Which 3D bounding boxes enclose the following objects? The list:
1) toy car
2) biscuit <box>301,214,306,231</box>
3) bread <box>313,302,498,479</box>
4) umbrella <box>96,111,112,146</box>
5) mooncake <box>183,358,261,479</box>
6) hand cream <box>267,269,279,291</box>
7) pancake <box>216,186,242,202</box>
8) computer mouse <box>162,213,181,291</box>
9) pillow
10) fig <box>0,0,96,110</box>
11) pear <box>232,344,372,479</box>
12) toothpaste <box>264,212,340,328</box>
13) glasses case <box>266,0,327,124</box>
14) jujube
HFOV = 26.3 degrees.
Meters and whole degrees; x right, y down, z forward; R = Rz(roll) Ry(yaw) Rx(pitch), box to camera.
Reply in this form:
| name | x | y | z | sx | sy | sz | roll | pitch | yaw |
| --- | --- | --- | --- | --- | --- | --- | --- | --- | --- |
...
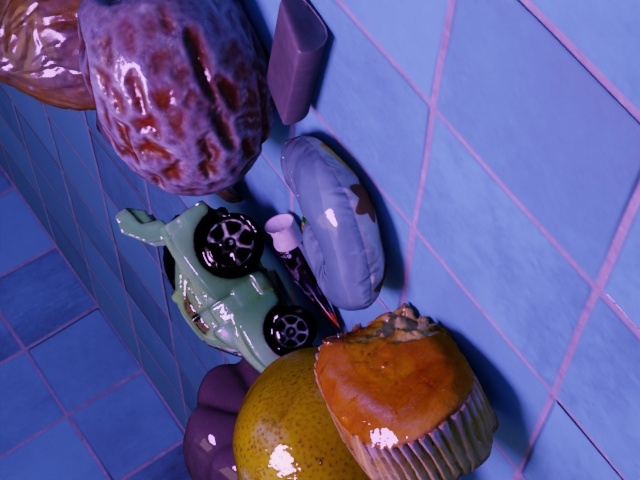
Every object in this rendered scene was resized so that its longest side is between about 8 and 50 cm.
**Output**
| name | x | y | z | sx | sy | sz | roll | pitch | yaw |
| --- | --- | --- | --- | --- | --- | --- | --- | --- | --- |
| toy car | -0.140 | 0.073 | 2.069 | 0.358 | 0.176 | 0.213 | 58 | 177 | 0 |
| biscuit | 0.000 | 0.000 | 1.885 | 0.089 | 0.016 | 0.046 | 51 | 161 | 25 |
| bread | 0.099 | 0.186 | 1.658 | 0.133 | 0.179 | 0.250 | 61 | 174 | -35 |
| umbrella | -0.347 | -0.251 | 2.338 | 0.073 | 0.067 | 0.337 | 42 | 160 | 7 |
| mooncake | -0.065 | 0.306 | 2.151 | 0.306 | 0.306 | 0.154 | 46 | 153 | 35 |
| hand cream | -0.115 | 0.097 | 2.305 | 0.075 | 0.052 | 0.248 | 60 | 163 | -6 |
| pancake | -0.231 | -0.131 | 2.103 | 0.250 | 0.031 | 0.250 | 31 | 175 | 3 |
| computer mouse | -0.218 | 0.065 | 2.461 | 0.233 | 0.096 | 0.137 | 63 | 162 | -11 |
| pillow | 0.009 | -0.022 | 1.714 | 0.214 | 0.086 | 0.233 | 43 | 156 | 54 |
| fig | -0.414 | -0.296 | 1.974 | 0.286 | 0.369 | 0.286 | 41 | 146 | 37 |
| pear | 0.023 | 0.287 | 1.878 | 0.294 | 0.294 | 0.294 | 51 | 161 | 25 |
| toothpaste | -0.021 | 0.048 | 1.988 | 0.071 | 0.045 | 0.193 | 41 | 161 | 53 |
| glasses case | -0.030 | -0.206 | 1.581 | 0.072 | 0.042 | 0.190 | 61 | 164 | 15 |
| jujube | -0.183 | -0.196 | 1.726 | 0.246 | 0.215 | 0.308 | 35 | 152 | 54 |
